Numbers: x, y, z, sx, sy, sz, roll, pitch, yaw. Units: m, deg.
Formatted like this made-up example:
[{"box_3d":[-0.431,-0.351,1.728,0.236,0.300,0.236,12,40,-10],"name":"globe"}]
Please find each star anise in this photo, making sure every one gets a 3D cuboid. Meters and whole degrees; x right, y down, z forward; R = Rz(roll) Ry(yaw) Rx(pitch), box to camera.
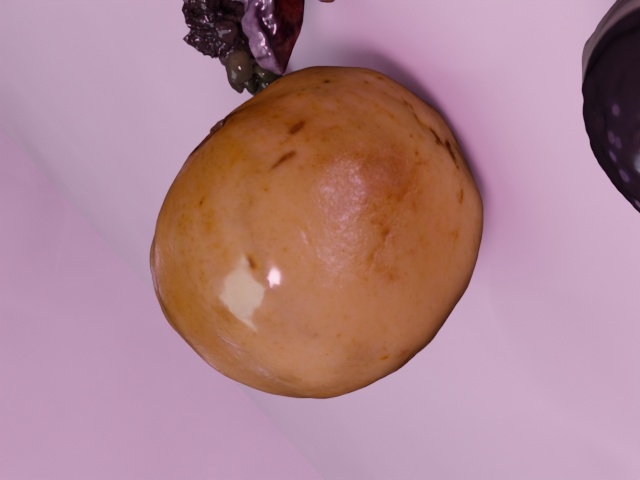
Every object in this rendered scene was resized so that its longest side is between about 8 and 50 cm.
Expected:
[{"box_3d":[-0.066,-0.288,0.798,0.283,0.129,0.212,48,165,39],"name":"star anise"}]

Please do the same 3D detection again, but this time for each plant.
[{"box_3d":[-0.100,-0.228,1.009,0.174,0.087,0.085,52,176,-25],"name":"plant"}]

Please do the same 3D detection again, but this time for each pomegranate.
[{"box_3d":[0.000,0.000,0.858,0.332,0.332,0.332,41,156,23],"name":"pomegranate"}]

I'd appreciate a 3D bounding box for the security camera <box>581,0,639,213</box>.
[{"box_3d":[0.263,-0.062,0.413,0.277,0.191,0.197,36,155,36],"name":"security camera"}]
